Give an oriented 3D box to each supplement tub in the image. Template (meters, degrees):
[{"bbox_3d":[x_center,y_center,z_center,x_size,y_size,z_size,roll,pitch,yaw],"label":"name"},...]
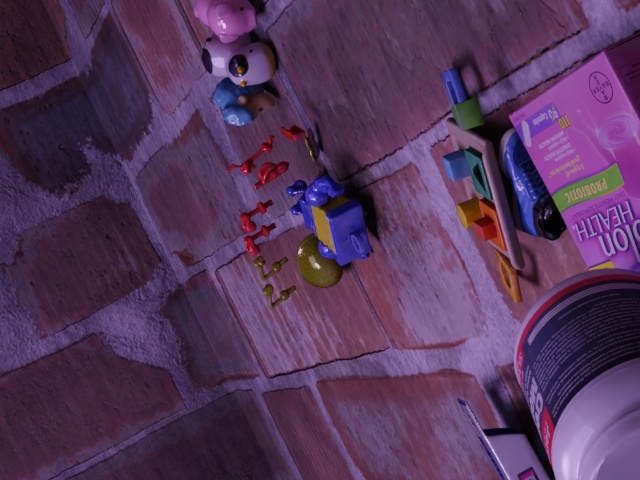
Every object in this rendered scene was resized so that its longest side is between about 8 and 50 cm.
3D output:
[{"bbox_3d":[0.305,0.164,1.176,0.272,0.191,0.191,-97,-7,-64],"label":"supplement tub"}]

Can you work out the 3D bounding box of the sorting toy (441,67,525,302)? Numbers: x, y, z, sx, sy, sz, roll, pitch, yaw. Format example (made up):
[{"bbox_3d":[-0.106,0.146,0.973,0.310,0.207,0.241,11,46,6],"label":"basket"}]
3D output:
[{"bbox_3d":[0.212,-0.062,1.640,0.196,0.047,0.347,-118,9,-70],"label":"sorting toy"}]

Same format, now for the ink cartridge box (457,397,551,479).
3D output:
[{"bbox_3d":[0.332,0.400,1.880,0.370,0.069,0.176,59,179,6],"label":"ink cartridge box"}]

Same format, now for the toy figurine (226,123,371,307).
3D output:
[{"bbox_3d":[0.000,0.000,2.112,0.217,0.191,0.362,33,145,44],"label":"toy figurine"}]

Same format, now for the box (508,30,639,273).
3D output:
[{"bbox_3d":[0.346,-0.082,1.295,0.243,0.117,0.213,62,159,2],"label":"box"}]

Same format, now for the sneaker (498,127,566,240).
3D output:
[{"bbox_3d":[0.279,-0.070,1.546,0.085,0.058,0.152,27,136,53],"label":"sneaker"}]

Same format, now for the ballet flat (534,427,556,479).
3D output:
[{"bbox_3d":[0.356,0.336,1.861,0.114,0.041,0.041,66,159,-3],"label":"ballet flat"}]

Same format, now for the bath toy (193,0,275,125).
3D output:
[{"bbox_3d":[-0.167,-0.382,2.130,0.152,0.129,0.348,7,129,25],"label":"bath toy"}]
